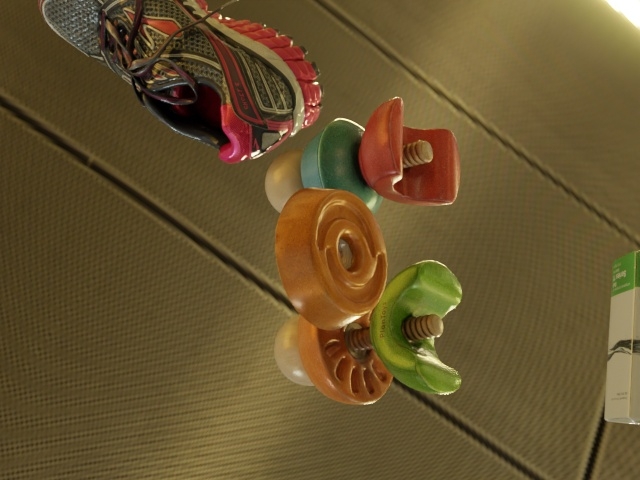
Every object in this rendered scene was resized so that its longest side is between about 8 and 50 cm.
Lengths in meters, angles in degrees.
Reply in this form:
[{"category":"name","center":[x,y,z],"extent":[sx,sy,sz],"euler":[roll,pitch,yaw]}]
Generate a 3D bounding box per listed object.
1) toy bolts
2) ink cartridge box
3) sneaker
[{"category":"toy bolts","center":[0.000,0.000,0.873],"extent":[0.218,0.158,0.228],"euler":[31,-124,-44]},{"category":"ink cartridge box","center":[0.438,0.128,1.371],"extent":[0.153,0.087,0.208],"euler":[8,-101,-5]},{"category":"sneaker","center":[-0.144,-0.171,1.006],"extent":[0.299,0.121,0.112],"euler":[28,-132,24]}]
